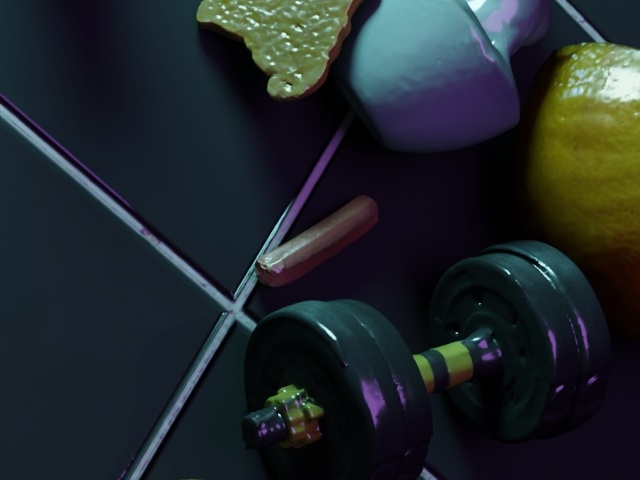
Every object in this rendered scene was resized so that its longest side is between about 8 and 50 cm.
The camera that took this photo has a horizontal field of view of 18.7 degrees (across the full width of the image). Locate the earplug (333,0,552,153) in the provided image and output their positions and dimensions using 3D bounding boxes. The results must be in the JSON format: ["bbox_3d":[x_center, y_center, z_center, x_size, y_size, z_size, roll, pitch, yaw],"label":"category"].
[{"bbox_3d":[0.121,-0.227,1.783,0.214,0.175,0.326,57,44,-50],"label":"earplug"}]

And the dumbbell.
[{"bbox_3d":[0.095,0.115,1.689,0.388,0.185,0.185,-16,91,-35],"label":"dumbbell"}]

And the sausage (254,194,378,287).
[{"bbox_3d":[0.000,0.000,1.735,0.147,0.035,0.030,-32,133,-33],"label":"sausage"}]

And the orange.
[{"bbox_3d":[0.312,-0.040,1.831,0.274,0.274,0.310,-14,98,-36],"label":"orange"}]

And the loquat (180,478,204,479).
[{"bbox_3d":[-0.103,0.256,1.573,0.137,0.113,0.137,0,90,-24],"label":"loquat"}]

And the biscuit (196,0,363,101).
[{"bbox_3d":[-0.027,-0.238,1.712,0.162,0.035,0.250,-1,74,4],"label":"biscuit"}]
